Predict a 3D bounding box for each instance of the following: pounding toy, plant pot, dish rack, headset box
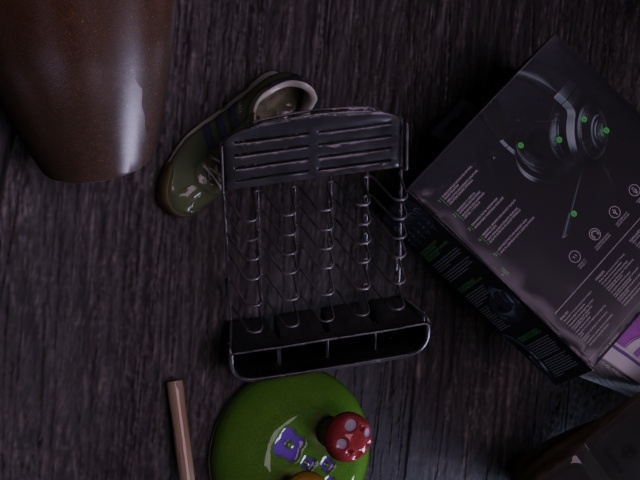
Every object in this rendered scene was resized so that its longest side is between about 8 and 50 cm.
[{"bbox_3d":[-0.033,0.225,1.795,0.236,0.110,0.183,0,95,-30],"label":"pounding toy"},{"bbox_3d":[-0.220,-0.177,1.609,0.215,0.215,0.230,-21,118,-26],"label":"plant pot"},{"bbox_3d":[0.000,0.000,1.745,0.208,0.074,0.272,-9,123,-12],"label":"dish rack"},{"bbox_3d":[0.237,-0.037,1.856,0.283,0.131,0.246,43,73,0],"label":"headset box"}]

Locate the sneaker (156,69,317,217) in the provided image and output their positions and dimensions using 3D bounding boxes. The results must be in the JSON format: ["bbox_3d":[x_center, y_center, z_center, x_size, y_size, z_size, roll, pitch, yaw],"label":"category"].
[{"bbox_3d":[-0.078,-0.098,1.748,0.192,0.086,0.064,-47,115,-17],"label":"sneaker"}]

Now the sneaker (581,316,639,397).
[{"bbox_3d":[0.351,0.087,2.012,0.282,0.102,0.161,25,76,-36],"label":"sneaker"}]

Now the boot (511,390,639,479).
[{"bbox_3d":[0.344,0.208,1.956,0.305,0.115,0.112,-29,107,2],"label":"boot"}]
